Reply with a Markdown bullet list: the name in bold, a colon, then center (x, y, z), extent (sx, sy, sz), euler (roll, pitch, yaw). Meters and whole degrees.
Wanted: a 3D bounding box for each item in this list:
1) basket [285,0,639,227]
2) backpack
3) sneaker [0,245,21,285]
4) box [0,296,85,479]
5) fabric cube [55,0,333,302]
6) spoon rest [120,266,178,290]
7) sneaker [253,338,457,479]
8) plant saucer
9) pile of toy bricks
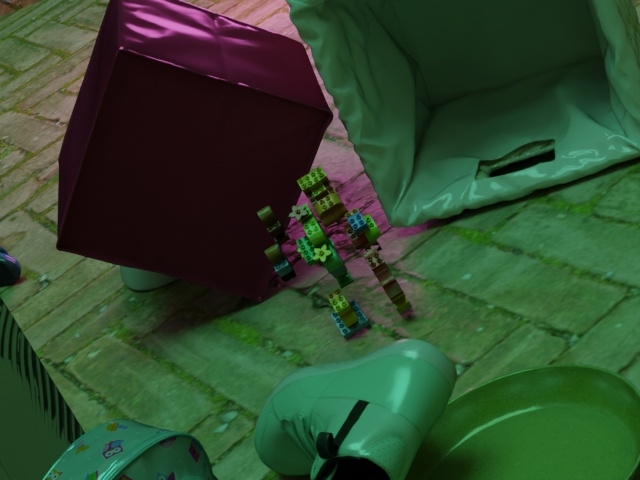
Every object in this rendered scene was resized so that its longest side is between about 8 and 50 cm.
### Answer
- **basket**: center (0.182, -0.244, 1.754), extent (0.328, 0.331, 0.266), euler (-18, 24, 19)
- **backpack**: center (-0.144, 0.247, 1.287), extent (0.144, 0.188, 0.166), euler (4, 39, 49)
- **sneaker**: center (-0.464, 0.029, 2.201), extent (0.144, 0.053, 0.059), euler (4, 37, 47)
- **box**: center (-0.302, 0.178, 1.475), extent (0.113, 0.275, 0.094), euler (1, 37, 45)
- **fabric cube**: center (-0.155, -0.119, 1.818), extent (0.258, 0.259, 0.254), euler (-110, 39, -64)
- **spoon rest**: center (-0.201, -0.029, 2.042), extent (0.137, 0.084, 0.276), euler (-23, 38, 12)
- **sneaker**: center (-0.002, 0.183, 1.333), extent (0.256, 0.094, 0.151), euler (-33, 18, 48)
- **plant saucer**: center (0.161, 0.191, 1.272), extent (0.241, 0.037, 0.241), euler (-22, 25, 11)
- **pile of toy bricks**: center (0.000, 0.000, 1.629), extent (0.118, 0.105, 0.212), euler (-32, 55, 1)
